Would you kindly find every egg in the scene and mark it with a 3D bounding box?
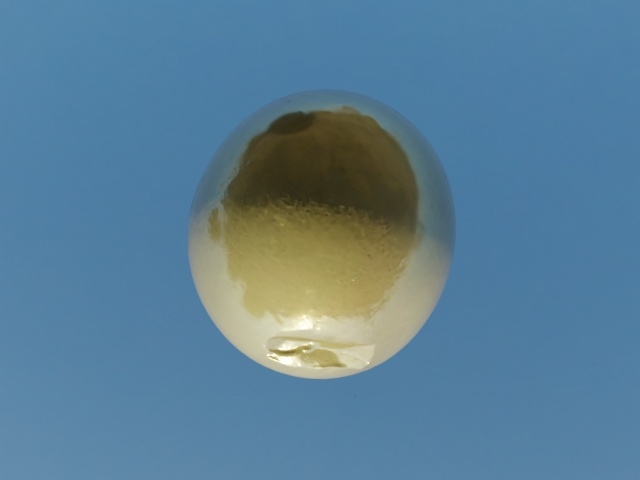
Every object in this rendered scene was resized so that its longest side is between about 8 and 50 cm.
[{"bbox_3d":[0.000,0.000,0.654,0.219,0.269,0.219,2,-132,-2],"label":"egg"}]
